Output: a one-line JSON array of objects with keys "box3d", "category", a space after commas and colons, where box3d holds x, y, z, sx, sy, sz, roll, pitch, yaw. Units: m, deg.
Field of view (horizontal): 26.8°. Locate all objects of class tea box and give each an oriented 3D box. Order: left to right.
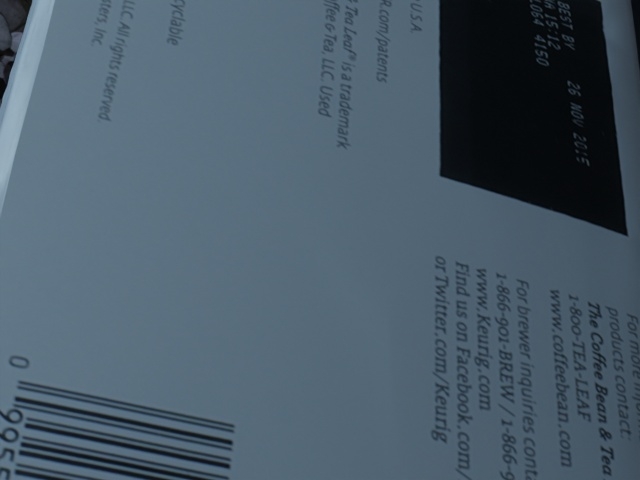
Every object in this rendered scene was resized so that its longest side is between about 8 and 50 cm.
[{"box3d": [-0.043, 0.087, 0.504, 0.323, 0.220, 0.329, 121, 160, -47], "category": "tea box"}]

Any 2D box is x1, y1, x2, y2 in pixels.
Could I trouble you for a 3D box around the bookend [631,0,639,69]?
[{"box3d": [0.186, -0.095, 0.710, 0.156, 0.072, 0.157, -68, 12, -23], "category": "bookend"}]
